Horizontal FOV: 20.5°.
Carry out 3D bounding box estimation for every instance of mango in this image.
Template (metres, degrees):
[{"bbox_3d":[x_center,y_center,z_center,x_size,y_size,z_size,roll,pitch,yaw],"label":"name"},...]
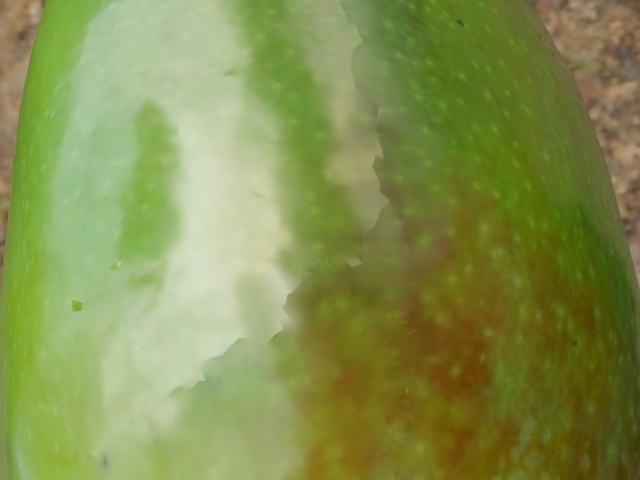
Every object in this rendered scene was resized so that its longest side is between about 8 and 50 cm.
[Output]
[{"bbox_3d":[0.000,0.000,0.594,0.201,0.225,0.382,-34,44,35],"label":"mango"}]
